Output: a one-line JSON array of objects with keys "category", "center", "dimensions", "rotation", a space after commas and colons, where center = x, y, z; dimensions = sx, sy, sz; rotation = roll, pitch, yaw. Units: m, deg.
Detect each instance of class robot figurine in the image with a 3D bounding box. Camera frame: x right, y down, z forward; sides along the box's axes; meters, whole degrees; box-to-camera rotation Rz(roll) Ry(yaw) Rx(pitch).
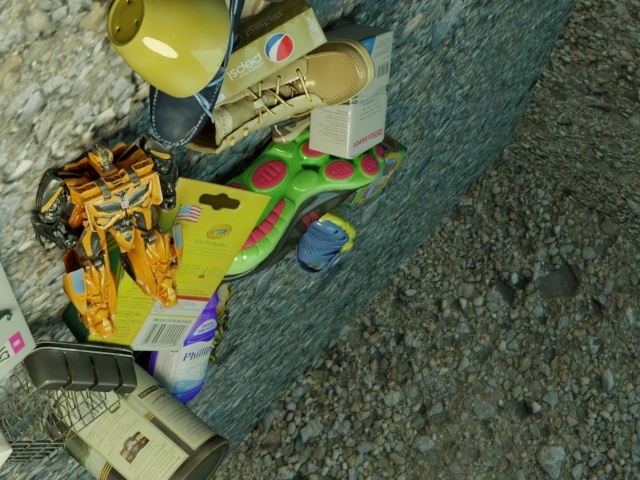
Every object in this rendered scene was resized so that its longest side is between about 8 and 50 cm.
[{"category": "robot figurine", "center": [-0.268, -0.008, 1.335], "dimensions": [0.211, 0.085, 0.291], "rotation": [-27, 142, -26]}]

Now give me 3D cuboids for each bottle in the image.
[{"category": "bottle", "center": [-0.249, 0.166, 1.867], "dimensions": [0.118, 0.092, 0.282], "rotation": [-19, 130, -57]}]

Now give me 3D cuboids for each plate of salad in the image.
[{"category": "plate of salad", "center": [-0.213, 0.168, 2.053], "dimensions": [0.200, 0.048, 0.199], "rotation": [12, 90, -87]}]

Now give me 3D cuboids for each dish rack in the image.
[{"category": "dish rack", "center": [-0.426, 0.258, 1.520], "dimensions": [0.271, 0.074, 0.208], "rotation": [-39, 150, 23]}]

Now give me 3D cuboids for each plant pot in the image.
[{"category": "plant pot", "center": [-0.182, -0.237, 1.127], "dimensions": [0.095, 0.134, 0.134], "rotation": [11, 119, -48]}]

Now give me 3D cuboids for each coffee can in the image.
[{"category": "coffee can", "center": [-0.328, 0.347, 1.774], "dimensions": [0.201, 0.275, 0.201], "rotation": [-48, 166, -16]}]

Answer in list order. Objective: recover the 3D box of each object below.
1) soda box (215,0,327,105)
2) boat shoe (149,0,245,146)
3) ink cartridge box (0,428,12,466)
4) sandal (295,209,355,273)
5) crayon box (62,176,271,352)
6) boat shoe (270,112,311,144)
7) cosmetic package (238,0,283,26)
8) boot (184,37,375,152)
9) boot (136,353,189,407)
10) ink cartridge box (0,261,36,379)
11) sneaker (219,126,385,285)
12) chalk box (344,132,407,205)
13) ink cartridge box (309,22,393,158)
[{"category": "soda box", "center": [-0.087, -0.254, 1.332], "dimensions": [0.181, 0.061, 0.058], "rotation": [-30, 130, -2]}, {"category": "boat shoe", "center": [-0.162, -0.229, 1.228], "dimensions": [0.089, 0.109, 0.258], "rotation": [-94, -162, -61]}, {"category": "ink cartridge box", "center": [-0.494, 0.253, 1.107], "dimensions": [0.232, 0.168, 0.171], "rotation": [-50, 157, 24]}, {"category": "sandal", "center": [0.000, 0.000, 2.315], "dimensions": [0.138, 0.126, 0.317], "rotation": [-46, 164, -8]}, {"category": "crayon box", "center": [-0.235, 0.026, 1.546], "dimensions": [0.202, 0.081, 0.318], "rotation": [10, 119, -50]}, {"category": "boat shoe", "center": [-0.034, -0.226, 1.755], "dimensions": [0.152, 0.056, 0.049], "rotation": [-51, 135, -36]}, {"category": "cosmetic package", "center": [-0.104, -0.292, 1.383], "dimensions": [0.115, 0.041, 0.060], "rotation": [-59, 165, 26]}, {"category": "boot", "center": [-0.070, -0.201, 1.407], "dimensions": [0.262, 0.095, 0.203], "rotation": [-4, -157, 43]}, {"category": "boot", "center": [-0.342, 0.307, 2.021], "dimensions": [0.179, 0.085, 0.236], "rotation": [-34, 145, -50]}, {"category": "ink cartridge box", "center": [-0.479, 0.148, 1.237], "dimensions": [0.239, 0.060, 0.275], "rotation": [-47, 166, -25]}, {"category": "sneaker", "center": [-0.070, -0.081, 1.833], "dimensions": [0.483, 0.185, 0.202], "rotation": [-35, 173, -35]}, {"category": "chalk box", "center": [0.066, -0.166, 2.073], "dimensions": [0.132, 0.132, 0.213], "rotation": [-57, 167, 20]}, {"category": "ink cartridge box", "center": [0.052, -0.261, 1.734], "dimensions": [0.148, 0.086, 0.203], "rotation": [-33, 133, -55]}]
